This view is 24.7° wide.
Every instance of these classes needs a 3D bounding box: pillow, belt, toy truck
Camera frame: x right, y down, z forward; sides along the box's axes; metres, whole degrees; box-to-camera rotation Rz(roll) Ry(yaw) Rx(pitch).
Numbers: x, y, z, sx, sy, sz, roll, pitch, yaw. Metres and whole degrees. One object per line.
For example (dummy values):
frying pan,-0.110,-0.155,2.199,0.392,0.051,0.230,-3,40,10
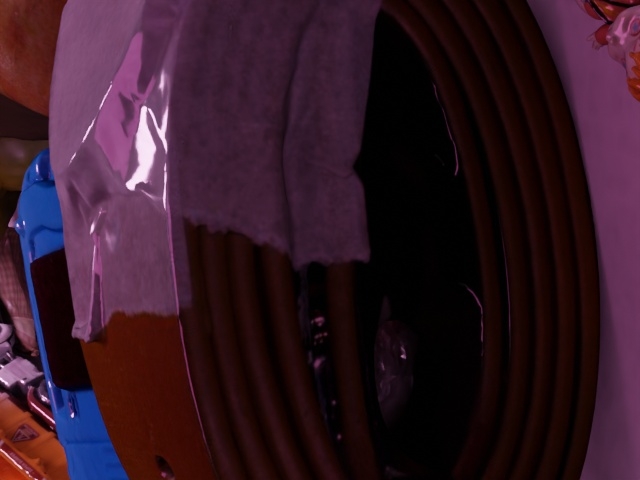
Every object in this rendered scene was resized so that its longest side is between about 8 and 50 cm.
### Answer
pillow,-0.262,0.050,1.341,0.211,0.034,0.135,-1,103,63
belt,0.000,0.000,0.641,0.122,0.217,0.339,-4,97,61
toy truck,-0.267,0.173,1.253,0.270,0.135,0.114,31,135,35

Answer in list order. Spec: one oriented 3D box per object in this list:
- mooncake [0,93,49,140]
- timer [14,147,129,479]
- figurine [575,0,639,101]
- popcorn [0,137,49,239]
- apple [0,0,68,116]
mooncake,-0.253,-0.165,1.047,0.228,0.228,0.124,-21,49,62
timer,-0.106,0.060,0.977,0.340,0.115,0.309,-16,84,62
figurine,0.121,-0.094,0.565,0.109,0.047,0.064,-118,23,-43
popcorn,-0.388,-0.088,1.260,0.335,0.274,0.279,67,153,17
apple,-0.109,-0.166,0.781,0.211,0.211,0.188,53,141,37
